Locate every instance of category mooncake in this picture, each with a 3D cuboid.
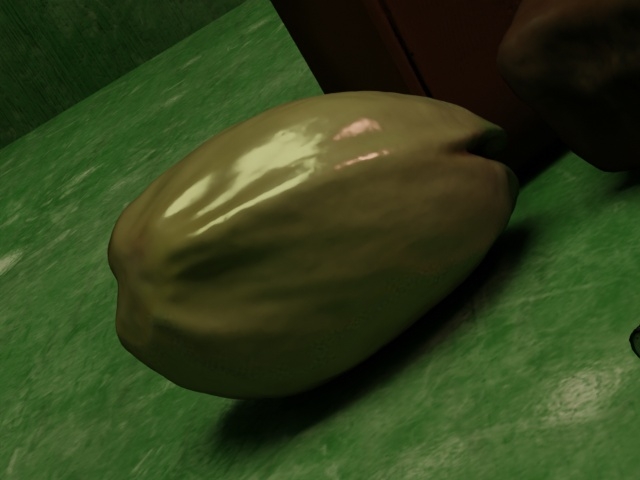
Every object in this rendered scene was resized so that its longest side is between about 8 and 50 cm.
[{"bbox_3d":[0.293,-0.164,1.144,0.325,0.174,0.334,-25,21,35],"label":"mooncake"}]

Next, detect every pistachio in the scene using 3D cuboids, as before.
[{"bbox_3d":[0.000,0.000,1.201,0.331,0.208,0.226,-27,-28,-6],"label":"pistachio"}]

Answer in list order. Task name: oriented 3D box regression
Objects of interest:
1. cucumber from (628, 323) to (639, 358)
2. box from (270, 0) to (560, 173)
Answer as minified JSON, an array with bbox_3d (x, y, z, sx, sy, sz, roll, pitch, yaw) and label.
[{"bbox_3d":[0.232,0.026,0.958,0.133,0.032,0.032,-41,18,-31],"label":"cucumber"},{"bbox_3d":[0.102,-0.229,1.409,0.229,0.339,0.239,-33,16,-13],"label":"box"}]
